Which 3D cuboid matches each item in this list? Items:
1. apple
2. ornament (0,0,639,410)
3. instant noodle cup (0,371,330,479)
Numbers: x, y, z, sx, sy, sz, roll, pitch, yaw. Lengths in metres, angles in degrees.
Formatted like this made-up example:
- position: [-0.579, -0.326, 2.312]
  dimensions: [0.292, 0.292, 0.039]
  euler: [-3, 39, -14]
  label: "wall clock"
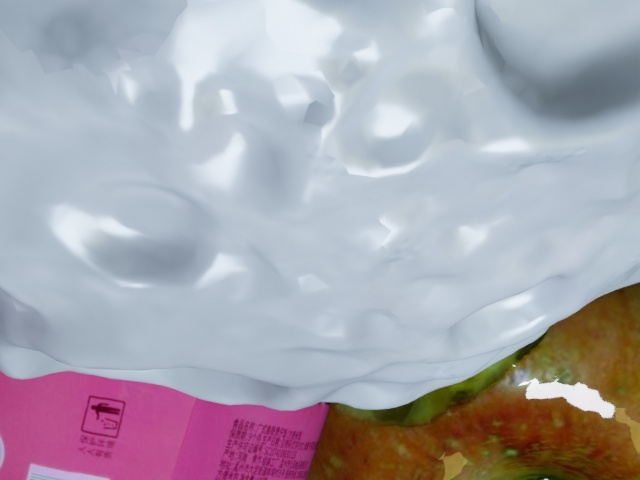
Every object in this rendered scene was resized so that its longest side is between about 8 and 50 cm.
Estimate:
- position: [0.138, 0.108, 1.078]
  dimensions: [0.340, 0.339, 0.339]
  euler: [-29, 155, -15]
  label: "apple"
- position: [-0.011, -0.120, 0.462]
  dimensions: [0.337, 0.337, 0.337]
  euler: [-29, 155, -15]
  label: "ornament"
- position: [-0.111, 0.093, 0.660]
  dimensions: [0.258, 0.302, 0.181]
  euler: [18, 83, -50]
  label: "instant noodle cup"
